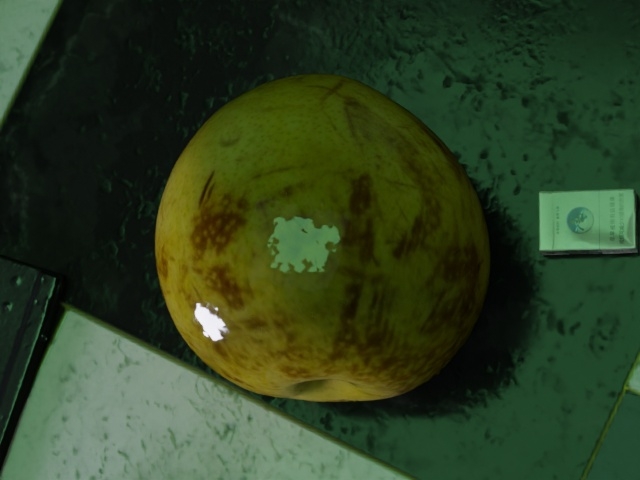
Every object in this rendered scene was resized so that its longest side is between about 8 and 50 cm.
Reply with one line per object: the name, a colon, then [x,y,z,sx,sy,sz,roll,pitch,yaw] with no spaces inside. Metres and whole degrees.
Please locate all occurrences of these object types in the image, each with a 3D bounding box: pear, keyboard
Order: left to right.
keyboard: [-0.326,0.167,1.564,0.101,0.018,0.309,16,85,20]
pear: [0.000,0.000,1.373,0.281,0.281,0.280,-3,79,16]

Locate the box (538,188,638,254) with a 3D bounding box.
box: [0.229,-0.016,1.430,0.083,0.024,0.054,-1,81,15]
